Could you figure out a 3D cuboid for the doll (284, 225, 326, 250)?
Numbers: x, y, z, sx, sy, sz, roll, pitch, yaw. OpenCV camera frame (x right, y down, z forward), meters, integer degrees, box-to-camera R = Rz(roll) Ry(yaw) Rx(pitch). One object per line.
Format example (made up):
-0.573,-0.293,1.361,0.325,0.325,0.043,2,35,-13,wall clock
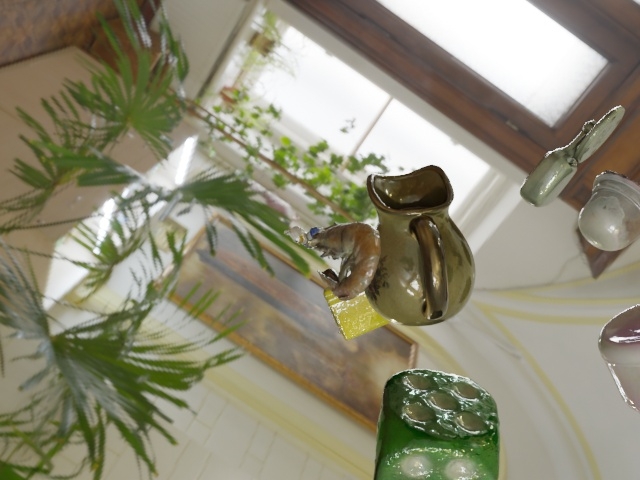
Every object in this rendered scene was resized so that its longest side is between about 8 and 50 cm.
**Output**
0.000,0.000,2.010,0.114,0.227,0.057,120,-25,-51,doll

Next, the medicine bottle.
0.850,0.330,1.664,0.256,0.325,0.256,-29,-172,4,medicine bottle

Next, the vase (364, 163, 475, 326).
0.204,0.027,1.405,0.329,0.240,0.303,-105,-172,-70,vase

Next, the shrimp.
0.029,0.030,1.107,0.223,0.047,0.126,5,-99,63,shrimp

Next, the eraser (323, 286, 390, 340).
0.134,0.167,1.928,0.226,0.158,0.069,-24,-168,8,eraser

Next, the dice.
0.276,0.514,1.692,0.300,0.286,0.297,-70,166,-66,dice

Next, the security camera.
0.594,-0.207,1.638,0.302,0.080,0.157,-53,158,24,security camera

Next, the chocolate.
0.706,-0.049,1.679,0.147,0.221,0.221,-40,-176,-2,chocolate
